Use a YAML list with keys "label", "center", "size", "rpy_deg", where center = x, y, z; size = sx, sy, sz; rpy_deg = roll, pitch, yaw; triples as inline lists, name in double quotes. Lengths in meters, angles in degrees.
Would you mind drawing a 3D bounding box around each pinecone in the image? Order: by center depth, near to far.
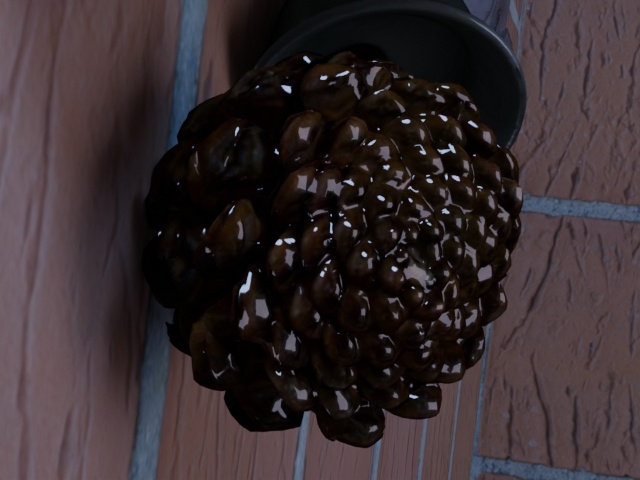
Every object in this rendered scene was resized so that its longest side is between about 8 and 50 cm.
- label: "pinecone"
  center: [0.000, 0.000, 0.700]
  size: [0.221, 0.221, 0.222]
  rpy_deg: [6, 90, -76]

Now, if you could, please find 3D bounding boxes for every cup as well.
- label: "cup"
  center: [0.037, -0.136, 0.895]
  size: [0.199, 0.199, 0.150]
  rpy_deg: [81, 2, -48]

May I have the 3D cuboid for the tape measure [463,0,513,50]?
- label: "tape measure"
  center: [0.160, -0.220, 1.430]
  size: [0.197, 0.120, 0.236]
  rpy_deg: [84, 23, -49]
